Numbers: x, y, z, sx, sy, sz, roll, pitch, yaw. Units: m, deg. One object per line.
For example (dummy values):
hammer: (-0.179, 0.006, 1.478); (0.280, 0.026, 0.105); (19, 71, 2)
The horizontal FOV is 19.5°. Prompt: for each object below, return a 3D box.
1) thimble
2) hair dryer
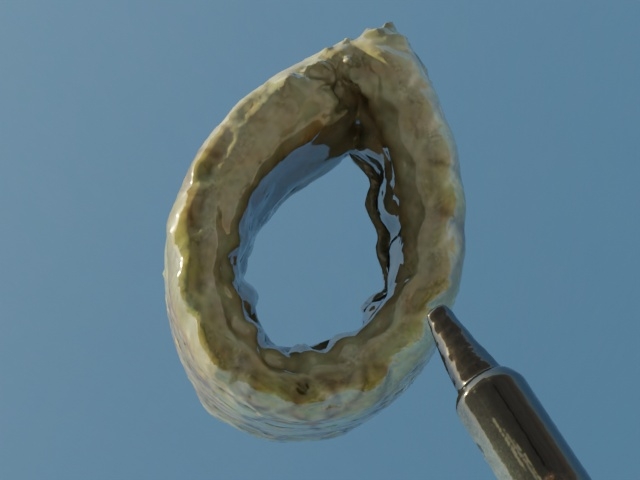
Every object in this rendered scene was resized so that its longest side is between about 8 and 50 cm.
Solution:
thimble: (0.000, 0.000, 0.881); (0.137, 0.143, 0.191); (15, -101, 3)
hair dryer: (0.110, 0.097, 0.677); (0.173, 0.050, 0.195); (-15, -119, -5)
